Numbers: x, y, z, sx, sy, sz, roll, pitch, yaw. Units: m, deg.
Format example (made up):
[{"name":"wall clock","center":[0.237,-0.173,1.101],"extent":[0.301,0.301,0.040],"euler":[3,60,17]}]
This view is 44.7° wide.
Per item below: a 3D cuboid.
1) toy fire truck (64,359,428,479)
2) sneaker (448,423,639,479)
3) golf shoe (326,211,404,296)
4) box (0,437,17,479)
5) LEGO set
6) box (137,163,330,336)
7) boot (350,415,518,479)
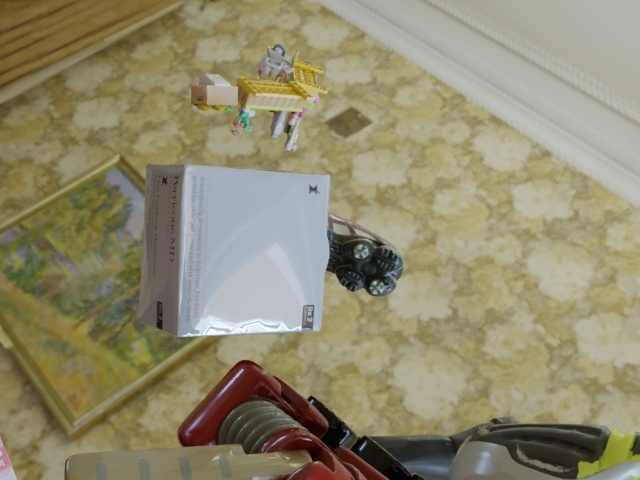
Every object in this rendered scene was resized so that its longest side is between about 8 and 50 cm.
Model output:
[{"name":"toy fire truck","center":[-0.051,0.160,0.544],"extent":[0.217,0.158,0.246],"euler":[24,-23,54]},{"name":"sneaker","center":[0.216,0.219,0.368],"extent":[0.385,0.147,0.145],"euler":[35,-23,-8]},{"name":"golf shoe","center":[0.000,0.000,1.219],"extent":[0.273,0.105,0.120],"euler":[27,16,-1]},{"name":"box","center":[-0.473,0.256,0.755],"extent":[0.154,0.300,0.142],"euler":[-13,-81,25]},{"name":"LEGO set","center":[-0.074,-0.179,1.064],"extent":[0.132,0.287,0.107],"euler":[27,-61,7]},{"name":"box","center":[-0.096,0.009,0.869],"extent":[0.119,0.182,0.181],"euler":[6,-87,56]},{"name":"boot","center":[0.144,0.503,1.495],"extent":[0.146,0.445,0.367],"euler":[-113,-160,-56]}]
